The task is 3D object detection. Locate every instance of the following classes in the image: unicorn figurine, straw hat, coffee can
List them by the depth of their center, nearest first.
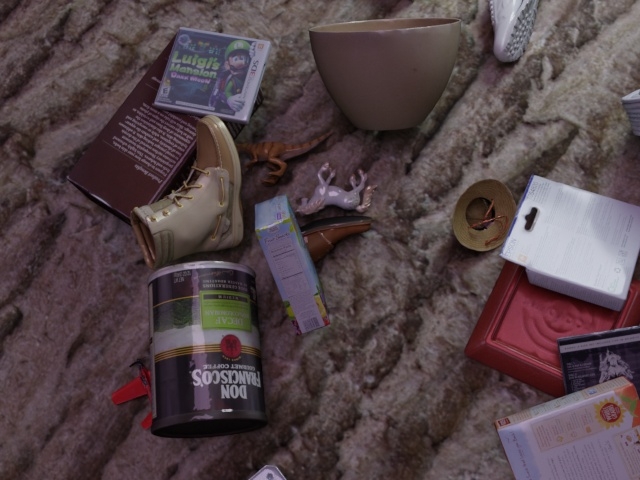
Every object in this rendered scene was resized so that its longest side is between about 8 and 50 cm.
[{"bbox_3d":[-0.204,0.197,1.552,0.201,0.201,0.276,-9,70,7],"label":"coffee can"},{"bbox_3d":[0.289,-0.052,1.621,0.144,0.144,0.061,-42,29,-6],"label":"straw hat"},{"bbox_3d":[0.022,-0.091,1.685,0.161,0.060,0.111,10,73,13],"label":"unicorn figurine"}]

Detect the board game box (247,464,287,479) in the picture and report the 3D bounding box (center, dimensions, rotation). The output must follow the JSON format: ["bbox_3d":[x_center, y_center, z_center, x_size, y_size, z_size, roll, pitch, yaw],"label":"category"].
[{"bbox_3d":[-0.112,0.652,1.464,0.390,0.050,0.390,-39,69,-5],"label":"board game box"}]

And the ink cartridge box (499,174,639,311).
[{"bbox_3d":[0.450,0.000,1.553,0.223,0.045,0.223,20,54,15],"label":"ink cartridge box"}]

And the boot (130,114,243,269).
[{"bbox_3d":[-0.252,-0.088,1.612,0.203,0.262,0.095,-17,26,-32],"label":"boot"}]

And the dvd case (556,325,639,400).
[{"bbox_3d":[0.498,0.260,1.467,0.164,0.018,0.221,-10,94,6],"label":"dvd case"}]

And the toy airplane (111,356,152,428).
[{"bbox_3d":[-0.319,0.288,1.633,0.151,0.028,0.151,-3,71,8],"label":"toy airplane"}]

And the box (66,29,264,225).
[{"bbox_3d":[-0.300,-0.207,1.740,0.191,0.143,0.381,32,78,17],"label":"box"}]

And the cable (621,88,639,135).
[{"bbox_3d":[0.668,-0.249,1.536,0.257,0.257,0.089,-9,101,32],"label":"cable"}]

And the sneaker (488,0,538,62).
[{"bbox_3d":[0.376,-0.459,1.746,0.094,0.090,0.235,11,70,26],"label":"sneaker"}]

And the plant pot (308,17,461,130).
[{"bbox_3d":[0.126,-0.314,1.659,0.284,0.284,0.191,-1,108,9],"label":"plant pot"}]

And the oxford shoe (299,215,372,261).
[{"bbox_3d":[0.000,0.000,1.666,0.212,0.076,0.076,-15,100,2],"label":"oxford shoe"}]

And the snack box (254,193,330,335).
[{"bbox_3d":[-0.051,0.039,1.548,0.070,0.174,0.207,-21,107,2],"label":"snack box"}]

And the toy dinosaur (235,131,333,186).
[{"bbox_3d":[-0.083,-0.171,1.729,0.211,0.064,0.112,-2,70,9],"label":"toy dinosaur"}]

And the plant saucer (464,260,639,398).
[{"bbox_3d":[0.423,0.138,1.548,0.258,0.048,0.259,24,78,16],"label":"plant saucer"}]

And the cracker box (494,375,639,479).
[{"bbox_3d":[0.422,0.337,1.437,0.232,0.067,0.156,-20,91,6],"label":"cracker box"}]

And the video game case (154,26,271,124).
[{"bbox_3d":[-0.206,-0.318,1.677,0.190,0.022,0.173,12,74,12],"label":"video game case"}]
